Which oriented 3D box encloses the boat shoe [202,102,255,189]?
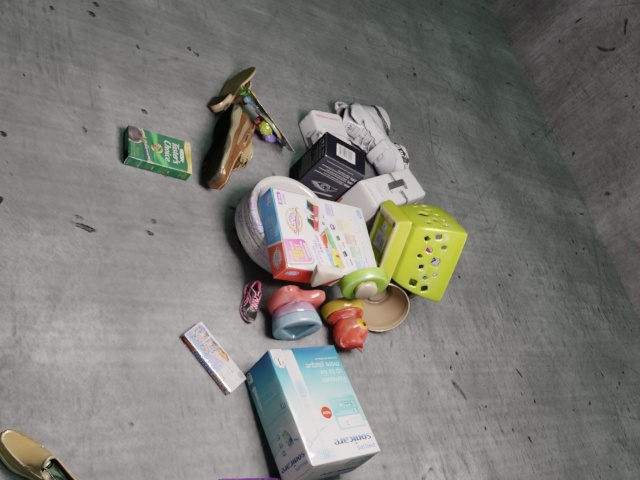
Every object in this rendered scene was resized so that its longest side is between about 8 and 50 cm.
[{"bbox_3d":[-0.247,-0.266,1.988,0.120,0.122,0.324,35,42,-27],"label":"boat shoe"}]

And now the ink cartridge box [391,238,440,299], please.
[{"bbox_3d":[0.294,0.078,2.236,0.235,0.088,0.193,-23,79,-47],"label":"ink cartridge box"}]

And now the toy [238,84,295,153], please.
[{"bbox_3d":[-0.177,-0.361,2.106,0.237,0.056,0.137,57,-5,-25],"label":"toy"}]

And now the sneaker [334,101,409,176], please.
[{"bbox_3d":[0.166,-0.341,2.400,0.210,0.137,0.365,9,51,-37],"label":"sneaker"}]

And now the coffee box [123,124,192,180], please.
[{"bbox_3d":[-0.438,-0.236,1.854,0.184,0.040,0.113,15,52,-34],"label":"coffee box"}]

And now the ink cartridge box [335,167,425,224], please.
[{"bbox_3d":[0.174,-0.116,2.188,0.273,0.197,0.114,-19,74,-47],"label":"ink cartridge box"}]

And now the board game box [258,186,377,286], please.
[{"bbox_3d":[0.000,0.000,1.828,0.316,0.064,0.242,11,54,-37],"label":"board game box"}]

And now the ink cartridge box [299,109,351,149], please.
[{"bbox_3d":[0.026,-0.328,2.301,0.140,0.082,0.190,3,58,-41],"label":"ink cartridge box"}]

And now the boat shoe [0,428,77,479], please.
[{"bbox_3d":[-0.519,0.414,1.281,0.190,0.072,0.068,41,42,-10],"label":"boat shoe"}]

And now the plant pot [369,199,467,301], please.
[{"bbox_3d":[0.259,0.017,1.989,0.207,0.227,0.228,13,19,-19],"label":"plant pot"}]

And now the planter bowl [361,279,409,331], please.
[{"bbox_3d":[0.172,0.170,2.024,0.162,0.162,0.109,32,20,-20],"label":"planter bowl"}]

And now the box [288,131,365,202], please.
[{"bbox_3d":[0.018,-0.209,2.111,0.153,0.207,0.108,26,46,-27],"label":"box"}]

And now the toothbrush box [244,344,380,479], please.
[{"bbox_3d":[-0.024,0.412,1.650,0.216,0.126,0.295,5,50,-40],"label":"toothbrush box"}]

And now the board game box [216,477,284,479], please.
[{"bbox_3d":[-0.118,0.685,1.459,0.208,0.056,0.346,10,55,-32],"label":"board game box"}]

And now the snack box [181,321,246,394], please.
[{"bbox_3d":[-0.256,0.282,1.650,0.178,0.022,0.064,51,42,1],"label":"snack box"}]

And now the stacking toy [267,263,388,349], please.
[{"bbox_3d":[0.036,0.188,1.789,0.309,0.279,0.130,6,56,-34],"label":"stacking toy"}]

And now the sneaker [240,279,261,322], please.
[{"bbox_3d":[-0.175,0.155,1.789,0.047,0.057,0.119,23,49,-31],"label":"sneaker"}]

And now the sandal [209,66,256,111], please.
[{"bbox_3d":[-0.264,-0.452,2.162,0.240,0.088,0.079,-58,135,-40],"label":"sandal"}]

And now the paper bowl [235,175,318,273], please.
[{"bbox_3d":[-0.109,-0.026,1.910,0.284,0.148,0.284,23,48,-27],"label":"paper bowl"}]
